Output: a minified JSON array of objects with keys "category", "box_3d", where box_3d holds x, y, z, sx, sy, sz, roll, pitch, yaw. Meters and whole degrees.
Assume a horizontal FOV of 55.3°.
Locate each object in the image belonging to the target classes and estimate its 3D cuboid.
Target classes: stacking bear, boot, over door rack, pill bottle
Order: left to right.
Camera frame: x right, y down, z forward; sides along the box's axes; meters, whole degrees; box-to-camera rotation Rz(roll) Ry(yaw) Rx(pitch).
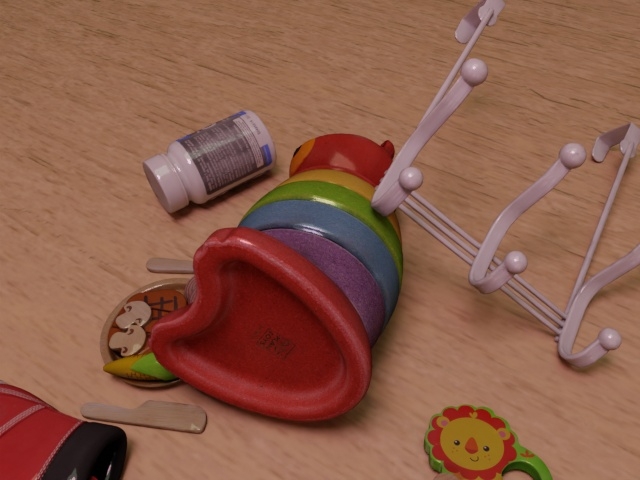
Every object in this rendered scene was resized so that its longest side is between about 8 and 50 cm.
[{"category":"boot","box_3d":[-0.252,0.218,0.425,0.176,0.088,0.244,15,47,17]},{"category":"pill bottle","box_3d":[-0.127,-0.090,0.702,0.137,0.078,0.078,-29,51,-21]},{"category":"stacking bear","box_3d":[0.000,0.000,0.557,0.164,0.175,0.289,33,40,-6]},{"category":"over door rack","box_3d":[0.205,-0.085,0.567,0.239,0.108,0.324,38,53,-11]}]

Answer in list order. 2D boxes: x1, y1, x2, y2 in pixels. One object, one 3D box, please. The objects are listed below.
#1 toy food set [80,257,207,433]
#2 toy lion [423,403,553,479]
[{"category":"toy food set","box_3d":[-0.143,0.078,0.573,0.132,0.038,0.192,2,47,8]},{"category":"toy lion","box_3d":[0.127,0.172,0.467,0.100,0.034,0.096,13,42,17]}]
